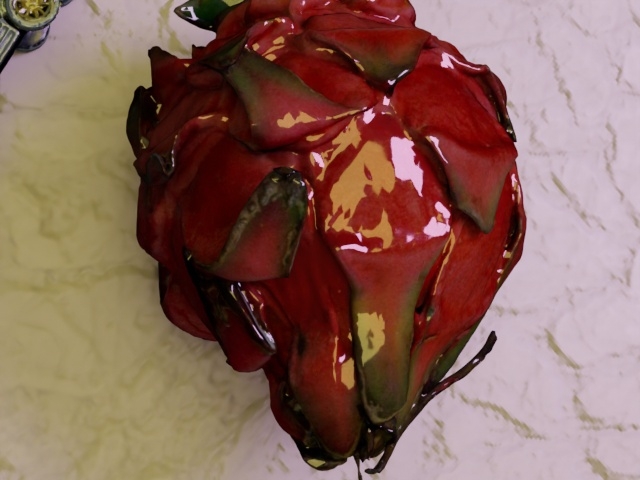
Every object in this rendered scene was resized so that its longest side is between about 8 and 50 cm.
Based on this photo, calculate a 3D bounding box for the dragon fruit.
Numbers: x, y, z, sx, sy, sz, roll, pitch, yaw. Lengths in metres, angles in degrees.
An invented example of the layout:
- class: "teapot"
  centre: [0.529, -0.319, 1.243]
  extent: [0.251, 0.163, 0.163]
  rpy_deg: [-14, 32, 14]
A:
- class: "dragon fruit"
  centre: [0.000, 0.000, 0.986]
  extent: [0.233, 0.234, 0.293]
  rpy_deg: [2, 78, -10]

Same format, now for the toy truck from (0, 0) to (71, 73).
- class: "toy truck"
  centre: [-0.207, -0.127, 1.038]
  extent: [0.100, 0.077, 0.169]
  rpy_deg: [33, 79, -7]
